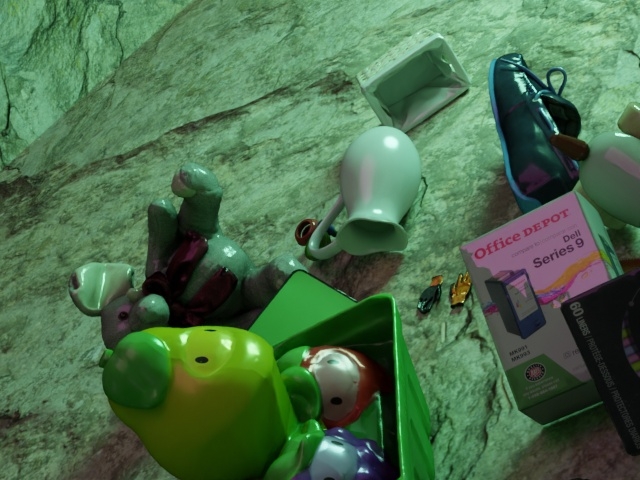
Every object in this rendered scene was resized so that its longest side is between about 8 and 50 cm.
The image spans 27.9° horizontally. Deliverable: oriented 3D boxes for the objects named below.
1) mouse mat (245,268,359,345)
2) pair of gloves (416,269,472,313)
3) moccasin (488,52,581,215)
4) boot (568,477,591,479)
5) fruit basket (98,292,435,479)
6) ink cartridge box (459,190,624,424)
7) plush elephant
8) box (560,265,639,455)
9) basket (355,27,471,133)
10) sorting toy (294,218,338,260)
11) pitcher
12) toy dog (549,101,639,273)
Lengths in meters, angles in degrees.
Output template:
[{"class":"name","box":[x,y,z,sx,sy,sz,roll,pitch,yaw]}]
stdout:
[{"class":"mouse mat","box":[-0.022,0.138,1.769,0.152,0.007,0.190,31,60,15]},{"class":"pair of gloves","box":[0.171,0.069,1.759,0.083,0.010,0.074,-16,33,36]},{"class":"moccasin","box":[0.322,-0.152,1.839,0.116,0.138,0.342,-22,44,17]},{"class":"boot","box":[0.209,0.370,1.130,0.338,0.118,0.222,-46,33,-11]},{"class":"fruit basket","box":[-0.045,0.198,1.417,0.283,0.392,0.392,-27,28,17]},{"class":"ink cartridge box","box":[0.267,0.075,1.441,0.154,0.093,0.212,-26,60,19]},{"class":"plush elephant","box":[-0.222,0.092,1.920,0.255,0.272,0.330,-39,-5,-35]},{"class":"box","box":[0.393,0.084,1.244,0.270,0.165,0.143,-27,-15,12]},{"class":"basket","box":[0.156,-0.276,2.220,0.167,0.113,0.103,-34,23,4]},{"class":"sorting toy","box":[0.000,0.000,2.047,0.061,0.042,0.102,-49,38,9]},{"class":"pitcher","box":[0.066,-0.067,1.981,0.177,0.125,0.207,-16,43,30]},{"class":"toy dog","box":[0.379,-0.055,1.513,0.333,0.161,0.220,26,100,65]}]
